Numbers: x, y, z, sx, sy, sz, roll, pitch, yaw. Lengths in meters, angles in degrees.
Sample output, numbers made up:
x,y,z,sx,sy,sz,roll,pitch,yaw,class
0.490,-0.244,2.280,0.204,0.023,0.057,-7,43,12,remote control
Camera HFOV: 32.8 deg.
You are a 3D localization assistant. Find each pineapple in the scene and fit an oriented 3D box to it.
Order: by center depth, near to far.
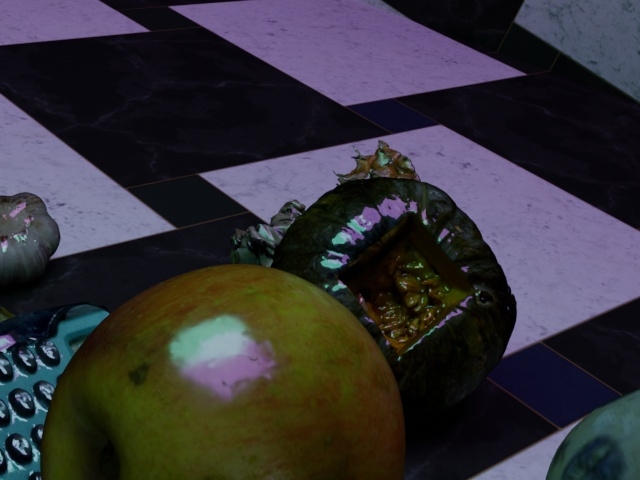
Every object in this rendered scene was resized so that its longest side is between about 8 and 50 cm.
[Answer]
x,y,z,sx,sy,sz,roll,pitch,yaw,class
0.000,0.000,1.568,0.271,0.262,0.262,-12,34,-15,pineapple

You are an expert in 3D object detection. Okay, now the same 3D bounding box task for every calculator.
x,y,z,sx,sy,sz,roll,pitch,yaw,class
-0.288,0.188,1.172,0.274,0.058,0.248,-16,56,-42,calculator

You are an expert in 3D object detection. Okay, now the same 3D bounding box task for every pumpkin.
x,y,z,sx,sy,sz,roll,pitch,yaw,class
0.081,0.074,1.353,0.320,0.192,0.320,3,74,-9,pumpkin

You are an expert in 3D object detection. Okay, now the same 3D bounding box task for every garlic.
x,y,z,sx,sy,sz,roll,pitch,yaw,class
-0.436,0.002,1.490,0.147,0.102,0.159,35,45,14,garlic

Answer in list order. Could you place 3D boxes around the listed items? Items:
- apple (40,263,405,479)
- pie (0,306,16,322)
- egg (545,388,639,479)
x,y,z,sx,sy,sz,roll,pitch,yaw,class
-0.095,0.191,1.010,0.339,0.339,0.339,9,28,-5,apple
-0.529,0.134,1.235,0.371,0.078,0.296,4,30,-15,pie
0.400,0.299,0.993,0.428,0.345,0.345,29,33,32,egg
